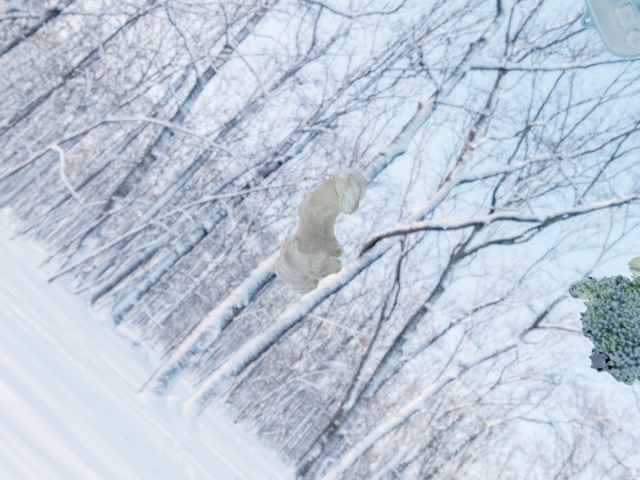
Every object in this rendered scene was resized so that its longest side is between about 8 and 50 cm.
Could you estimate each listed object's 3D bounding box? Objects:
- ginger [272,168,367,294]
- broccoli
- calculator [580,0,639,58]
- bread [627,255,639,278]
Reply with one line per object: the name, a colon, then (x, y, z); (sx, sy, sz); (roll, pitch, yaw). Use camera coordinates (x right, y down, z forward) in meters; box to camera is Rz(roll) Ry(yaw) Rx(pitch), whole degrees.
ginger: (0.000, 0.000, 0.685); (0.089, 0.075, 0.288); (34, -35, 0)
broccoli: (0.366, 0.087, 0.634); (0.122, 0.204, 0.118); (-11, -92, 36)
calculator: (0.584, -0.439, 0.835); (0.386, 0.054, 0.256); (-28, -54, 26)
bread: (0.913, 0.148, 1.281); (0.279, 0.315, 0.248); (-26, -44, 32)
